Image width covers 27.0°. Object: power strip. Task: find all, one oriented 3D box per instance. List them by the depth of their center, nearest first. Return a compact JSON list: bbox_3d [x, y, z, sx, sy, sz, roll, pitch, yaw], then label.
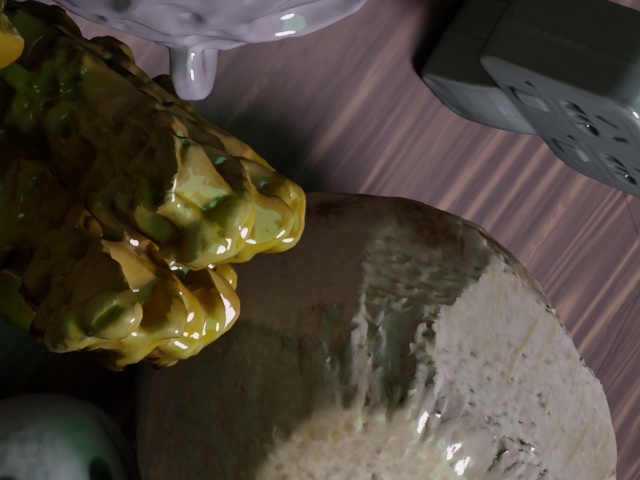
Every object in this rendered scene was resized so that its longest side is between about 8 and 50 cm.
[{"bbox_3d":[0.228,-0.148,1.157,0.141,0.261,0.229,-57,140,-6],"label":"power strip"}]

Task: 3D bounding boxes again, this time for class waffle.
[{"bbox_3d":[-0.172,-0.059,0.760,0.151,0.324,0.261,-53,178,4],"label":"waffle"}]

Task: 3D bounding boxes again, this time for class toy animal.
[{"bbox_3d":[-0.211,0.260,1.022,0.249,0.174,0.289,22,98,-38],"label":"toy animal"}]

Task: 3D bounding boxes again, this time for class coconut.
[{"bbox_3d":[0.032,0.132,1.052,0.344,0.415,0.415,-31,140,9],"label":"coconut"}]

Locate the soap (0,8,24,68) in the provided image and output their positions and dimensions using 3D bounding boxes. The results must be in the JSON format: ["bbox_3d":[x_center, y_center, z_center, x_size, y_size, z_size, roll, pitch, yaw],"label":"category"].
[{"bbox_3d":[-0.307,-0.144,0.576,0.259,0.281,0.143,-33,165,-28],"label":"soap"}]

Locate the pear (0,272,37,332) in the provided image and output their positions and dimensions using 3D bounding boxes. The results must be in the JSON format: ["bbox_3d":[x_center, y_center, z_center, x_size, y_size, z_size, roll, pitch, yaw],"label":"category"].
[{"bbox_3d":[-0.184,0.017,0.940,0.107,0.107,0.131,-23,167,-36],"label":"pear"}]

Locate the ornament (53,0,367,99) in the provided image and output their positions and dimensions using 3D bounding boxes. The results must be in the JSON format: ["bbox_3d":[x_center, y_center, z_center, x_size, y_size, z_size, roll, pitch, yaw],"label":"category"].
[{"bbox_3d":[-0.062,-0.276,0.713,0.337,0.337,0.337,-25,129,-35],"label":"ornament"}]
